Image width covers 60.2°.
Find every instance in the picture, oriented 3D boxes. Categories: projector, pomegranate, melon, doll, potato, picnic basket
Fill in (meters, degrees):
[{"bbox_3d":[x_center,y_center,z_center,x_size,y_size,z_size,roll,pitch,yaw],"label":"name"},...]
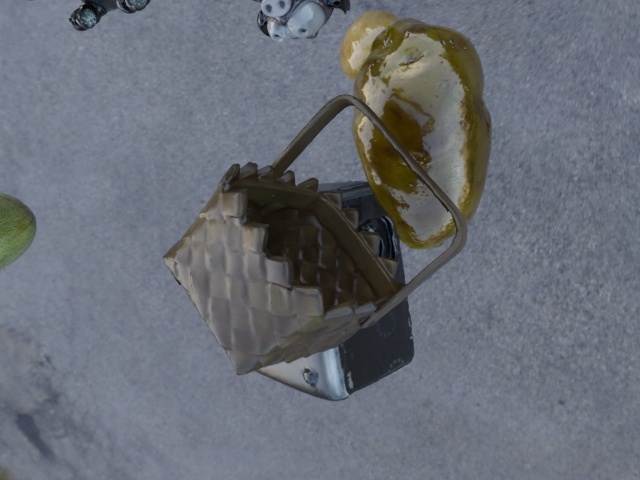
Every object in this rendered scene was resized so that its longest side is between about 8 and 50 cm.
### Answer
[{"bbox_3d":[-0.042,0.087,1.166,0.405,0.242,0.395,3,107,51],"label":"projector"},{"bbox_3d":[0.138,-0.462,1.365,0.196,0.196,0.196,13,120,23],"label":"pomegranate"},{"bbox_3d":[-0.606,-0.033,1.051,0.079,0.128,0.160,-9,110,50],"label":"melon"},{"bbox_3d":[-0.064,-0.443,0.932,0.182,0.117,0.257,-4,143,25],"label":"doll"},{"bbox_3d":[0.159,-0.151,0.864,0.176,0.196,0.369,-135,28,-59],"label":"potato"},{"bbox_3d":[0.000,0.000,0.725,0.321,0.291,0.254,-43,70,21],"label":"picnic basket"}]

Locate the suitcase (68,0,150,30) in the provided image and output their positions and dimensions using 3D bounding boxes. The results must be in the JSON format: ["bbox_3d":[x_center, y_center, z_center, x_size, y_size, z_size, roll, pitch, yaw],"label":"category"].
[{"bbox_3d":[-0.235,-0.420,0.667,0.202,0.128,0.312,9,78,46],"label":"suitcase"}]
